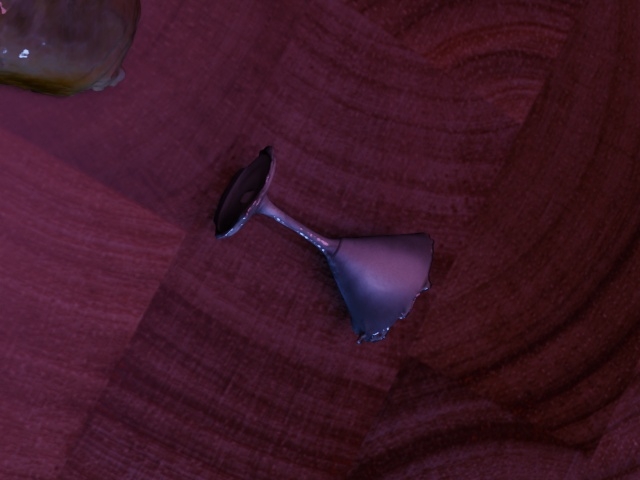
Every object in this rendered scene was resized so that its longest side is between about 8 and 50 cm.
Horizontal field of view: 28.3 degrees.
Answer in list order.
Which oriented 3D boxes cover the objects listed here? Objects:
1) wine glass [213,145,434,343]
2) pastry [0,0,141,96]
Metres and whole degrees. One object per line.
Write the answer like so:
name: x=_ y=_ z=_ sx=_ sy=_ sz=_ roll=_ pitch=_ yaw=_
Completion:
wine glass: x=0.000 y=0.000 z=1.470 sx=0.232 sy=0.156 sz=0.156 roll=32 pitch=82 yaw=-21
pastry: x=-0.290 y=-0.273 z=1.296 sx=0.255 sy=0.170 sz=0.237 roll=10 pitch=94 yaw=-30
